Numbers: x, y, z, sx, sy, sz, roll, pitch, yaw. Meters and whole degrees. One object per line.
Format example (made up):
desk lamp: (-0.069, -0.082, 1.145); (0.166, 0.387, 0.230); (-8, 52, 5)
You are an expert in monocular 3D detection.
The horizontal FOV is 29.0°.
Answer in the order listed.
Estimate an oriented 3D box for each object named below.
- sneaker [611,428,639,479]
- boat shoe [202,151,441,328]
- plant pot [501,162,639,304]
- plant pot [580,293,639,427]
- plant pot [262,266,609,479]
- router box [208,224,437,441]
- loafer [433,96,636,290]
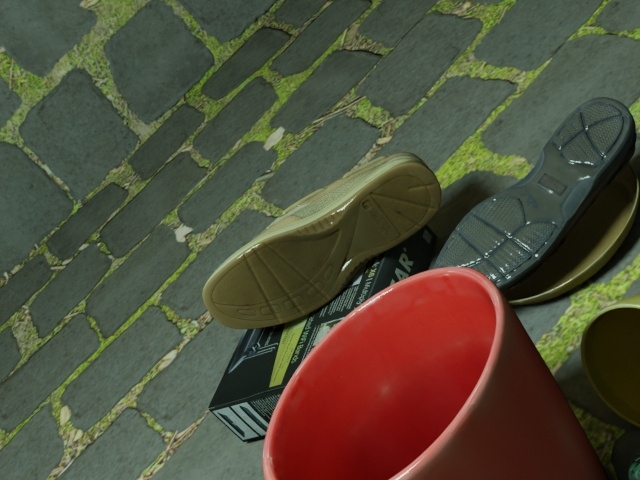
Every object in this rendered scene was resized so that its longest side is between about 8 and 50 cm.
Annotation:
sneaker: (0.306, 0.200, 1.048); (0.083, 0.098, 0.224); (-45, 25, -2)
boat shoe: (0.000, 0.000, 1.620); (0.341, 0.121, 0.110); (-30, 22, 3)
plant pot: (0.285, -0.008, 1.486); (0.236, 0.032, 0.236); (-33, 27, 20)
plant pot: (0.327, 0.100, 1.163); (0.134, 0.134, 0.095); (-13, 15, 48)
plant pot: (0.126, 0.202, 1.142); (0.275, 0.243, 0.275); (-35, 26, 20)
router box: (0.007, 0.108, 1.661); (0.243, 0.081, 0.309); (-20, 33, 40)
loafer: (0.261, -0.029, 1.442); (0.302, 0.095, 0.109); (-47, 55, 3)
